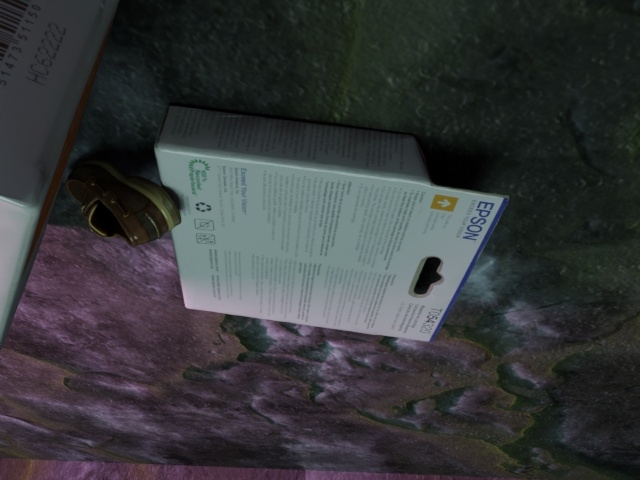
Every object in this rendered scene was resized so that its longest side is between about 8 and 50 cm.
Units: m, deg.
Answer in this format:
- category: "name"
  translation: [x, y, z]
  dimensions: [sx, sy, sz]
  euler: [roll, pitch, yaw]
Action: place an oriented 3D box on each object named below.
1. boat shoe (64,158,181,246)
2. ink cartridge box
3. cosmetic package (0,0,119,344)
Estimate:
- category: "boat shoe"
  translation: [-0.218, -0.038, 0.691]
  dimensions: [0.178, 0.060, 0.064]
  euler: [19, 143, 40]
- category: "ink cartridge box"
  translation: [0.000, 0.000, 0.755]
  dimensions: [0.329, 0.072, 0.324]
  euler: [7, 147, -2]
- category: "cosmetic package"
  translation: [-0.327, -0.041, 0.603]
  dimensions: [0.161, 0.230, 0.453]
  euler: [20, 147, -21]
